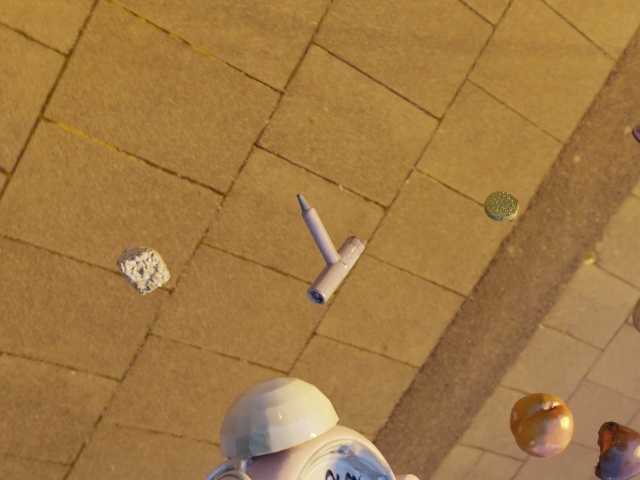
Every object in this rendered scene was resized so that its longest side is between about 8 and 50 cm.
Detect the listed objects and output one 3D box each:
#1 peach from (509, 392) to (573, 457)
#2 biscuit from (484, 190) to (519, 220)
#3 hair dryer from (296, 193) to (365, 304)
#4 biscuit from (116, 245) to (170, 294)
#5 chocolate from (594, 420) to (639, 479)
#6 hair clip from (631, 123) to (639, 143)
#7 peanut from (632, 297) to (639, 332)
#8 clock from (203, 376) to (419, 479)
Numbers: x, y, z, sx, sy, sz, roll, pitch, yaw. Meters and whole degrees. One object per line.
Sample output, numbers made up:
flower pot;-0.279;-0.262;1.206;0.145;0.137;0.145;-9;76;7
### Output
peach;0.487;0.401;1.569;0.138;0.138;0.138;-11;119;-21
biscuit;0.447;-0.084;1.763;0.084;0.084;0.023;-30;146;-10
hair dryer;-0.008;0.005;1.642;0.220;0.054;0.195;54;50;-22
biscuit;-0.312;0.047;1.252;0.070;0.168;0.082;-30;99;-14
chocolate;0.680;0.496;1.646;0.124;0.127;0.133;45;70;-37
hair clip;0.810;-0.243;1.665;0.123;0.138;0.102;-18;156;-33
peanut;0.840;0.119;1.696;0.263;0.101;0.117;-51;163;0
clock;-0.020;0.368;0.865;0.184;0.342;0.325;-17;134;27
